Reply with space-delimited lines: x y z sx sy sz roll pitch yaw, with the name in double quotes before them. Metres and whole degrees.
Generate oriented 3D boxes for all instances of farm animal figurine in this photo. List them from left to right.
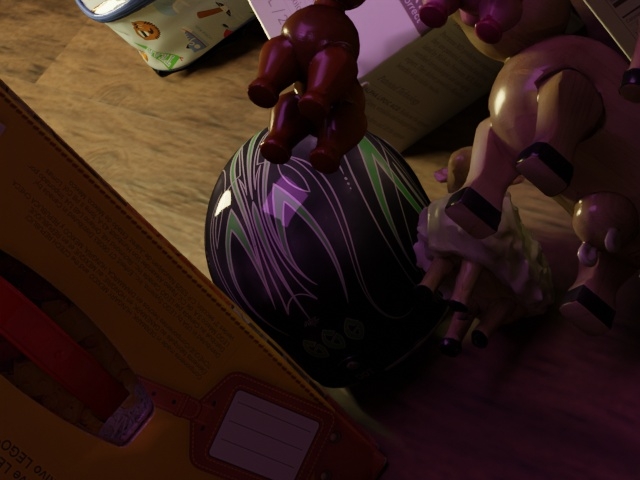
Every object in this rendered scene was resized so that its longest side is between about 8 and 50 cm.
"farm animal figurine" 0.145 -0.097 1.087 0.330 0.327 0.172 -10 40 40

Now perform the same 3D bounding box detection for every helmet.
"helmet" 0.000 0.000 1.278 0.169 0.161 0.169 -32 22 14

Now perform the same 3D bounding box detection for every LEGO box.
"LEGO box" -0.249 0.019 1.233 0.193 0.500 0.372 -50 31 -11

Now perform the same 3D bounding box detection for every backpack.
"backpack" -0.116 -0.295 1.752 0.263 0.213 0.276 -43 32 24

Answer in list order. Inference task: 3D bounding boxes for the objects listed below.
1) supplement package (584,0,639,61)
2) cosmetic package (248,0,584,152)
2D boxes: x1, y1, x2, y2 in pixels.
"supplement package" 0.227 -0.257 1.228 0.198 0.263 0.199 -34 32 16
"cosmetic package" 0.064 -0.183 1.392 0.183 0.151 0.151 -36 67 16
